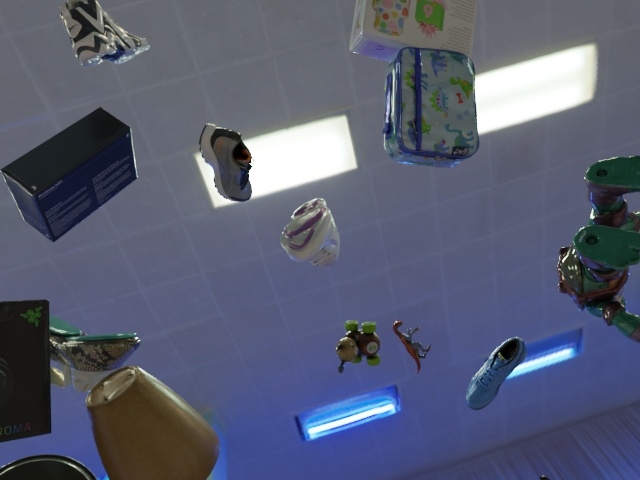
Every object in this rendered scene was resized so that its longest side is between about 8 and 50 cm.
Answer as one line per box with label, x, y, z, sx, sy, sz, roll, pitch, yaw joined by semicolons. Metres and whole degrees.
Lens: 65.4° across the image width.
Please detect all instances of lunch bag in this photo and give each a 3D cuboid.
lunch bag;0.208;-0.252;0.956;0.176;0.090;0.219;4;-98;-14

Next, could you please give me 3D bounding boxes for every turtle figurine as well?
turtle figurine;0.306;0.032;0.512;0.118;0.175;0.234;-13;-37;26

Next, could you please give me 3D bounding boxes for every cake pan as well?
cake pan;-0.605;0.600;1.048;0.293;0.293;0.054;17;-39;-19

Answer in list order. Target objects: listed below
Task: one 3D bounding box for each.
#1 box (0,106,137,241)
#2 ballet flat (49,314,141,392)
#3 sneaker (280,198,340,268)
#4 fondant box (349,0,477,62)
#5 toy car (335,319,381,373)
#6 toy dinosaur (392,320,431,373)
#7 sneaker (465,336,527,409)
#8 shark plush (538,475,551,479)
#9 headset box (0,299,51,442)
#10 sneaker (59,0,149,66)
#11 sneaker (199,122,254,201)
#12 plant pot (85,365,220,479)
box;-0.553;-0.151;1.133;0.103;0.261;0.184;36;-34;6
ballet flat;-0.670;0.313;1.355;0.482;0.164;0.182;3;-94;30
sneaker;0.000;0.000;1.093;0.114;0.305;0.152;-26;-78;12
fondant box;0.204;-0.533;1.034;0.238;0.096;0.330;10;-98;-15
toy car;0.116;0.392;1.790;0.148;0.188;0.155;-2;-79;35
toy dinosaur;0.173;0.196;0.970;0.082;0.090;0.047;26;-41;11
sneaker;0.421;0.319;1.217;0.209;0.069;0.082;-49;-39;-1
shark plush;0.145;0.187;0.346;0.161;0.073;0.067;25;-78;-6
headset box;-0.665;0.249;0.962;0.246;0.283;0.131;4;-19;-39
sneaker;-0.485;-0.479;1.109;0.094;0.235;0.153;-17;-72;25
sneaker;-0.217;-0.182;1.272;0.108;0.100;0.271;10;-27;15
plant pot;-0.379;0.403;1.062;0.237;0.237;0.254;-24;-67;1
